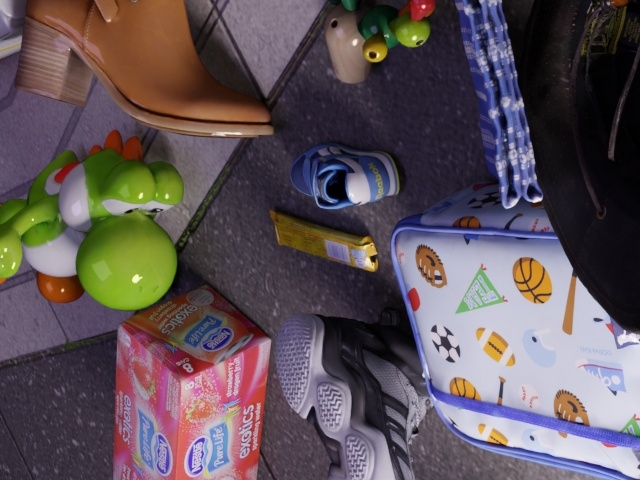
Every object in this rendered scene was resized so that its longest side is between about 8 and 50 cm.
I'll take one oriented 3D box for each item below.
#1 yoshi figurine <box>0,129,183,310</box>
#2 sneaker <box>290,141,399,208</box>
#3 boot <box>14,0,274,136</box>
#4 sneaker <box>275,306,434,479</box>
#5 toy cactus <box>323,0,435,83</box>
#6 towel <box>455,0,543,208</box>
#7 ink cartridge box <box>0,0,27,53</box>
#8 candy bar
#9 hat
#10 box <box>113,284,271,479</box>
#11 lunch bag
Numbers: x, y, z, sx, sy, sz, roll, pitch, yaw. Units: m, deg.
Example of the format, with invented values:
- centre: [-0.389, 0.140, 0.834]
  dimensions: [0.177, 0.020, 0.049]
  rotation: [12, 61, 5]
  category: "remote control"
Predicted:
- centre: [-0.275, 0.015, 1.813]
  dimensions: [0.203, 0.203, 0.362]
  rotation: [55, 145, -11]
  category: "yoshi figurine"
- centre: [0.010, -0.059, 1.482]
  dimensions: [0.144, 0.059, 0.053]
  rotation: [3, 114, 54]
  category: "sneaker"
- centre: [-0.158, -0.225, 1.580]
  dimensions: [0.283, 0.109, 0.220]
  rotation: [17, 93, 17]
  category: "boot"
- centre: [0.071, 0.176, 1.446]
  dimensions: [0.269, 0.153, 0.101]
  rotation: [66, 147, 22]
  category: "sneaker"
- centre: [0.022, -0.206, 1.351]
  dimensions: [0.219, 0.112, 0.180]
  rotation: [39, 150, 31]
  category: "toy cactus"
- centre: [0.101, -0.198, 1.166]
  dimensions: [0.243, 0.040, 0.336]
  rotation: [-79, -24, -81]
  category: "towel"
- centre: [-0.409, -0.343, 1.789]
  dimensions: [0.384, 0.160, 0.279]
  rotation: [-11, 101, 55]
  category: "ink cartridge box"
- centre: [0.000, 0.000, 1.566]
  dimensions: [0.161, 0.018, 0.040]
  rotation: [16, 125, 48]
  category: "candy bar"
- centre: [0.255, -0.095, 1.048]
  dimensions: [0.331, 0.134, 0.331]
  rotation: [-179, 90, -71]
  category: "hat"
- centre: [-0.149, 0.197, 1.786]
  dimensions: [0.122, 0.128, 0.257]
  rotation: [39, 136, 35]
  category: "box"
- centre: [0.199, 0.079, 1.266]
  dimensions: [0.303, 0.115, 0.243]
  rotation: [9, 119, 52]
  category: "lunch bag"
